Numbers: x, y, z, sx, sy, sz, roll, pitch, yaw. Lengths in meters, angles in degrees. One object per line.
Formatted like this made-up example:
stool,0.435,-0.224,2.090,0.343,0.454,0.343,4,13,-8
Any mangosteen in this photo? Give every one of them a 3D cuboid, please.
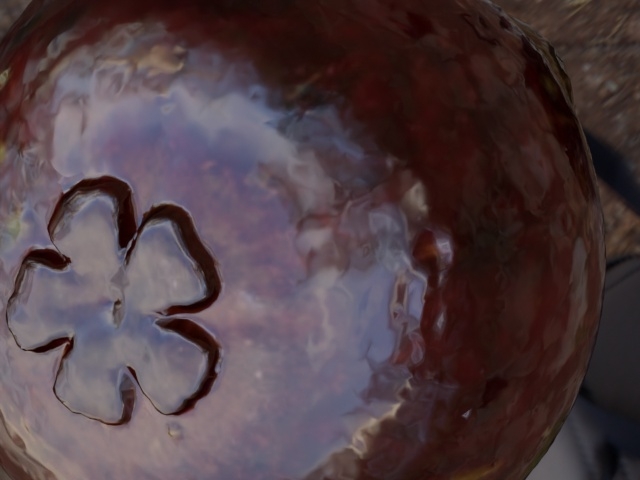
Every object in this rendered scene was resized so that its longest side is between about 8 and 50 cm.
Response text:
mangosteen,0.000,0.000,0.592,0.215,0.257,0.215,5,101,29
